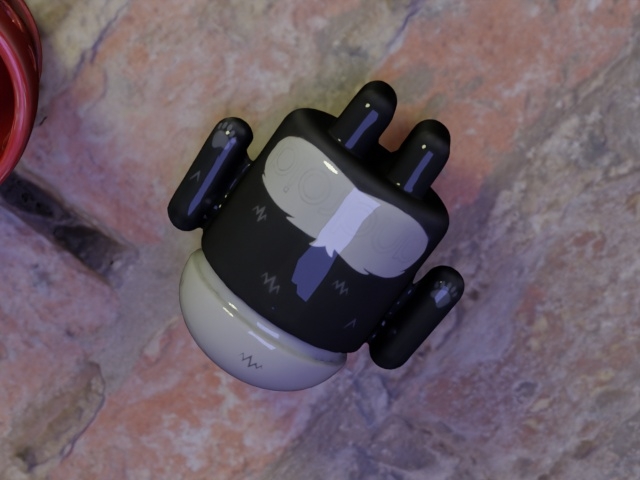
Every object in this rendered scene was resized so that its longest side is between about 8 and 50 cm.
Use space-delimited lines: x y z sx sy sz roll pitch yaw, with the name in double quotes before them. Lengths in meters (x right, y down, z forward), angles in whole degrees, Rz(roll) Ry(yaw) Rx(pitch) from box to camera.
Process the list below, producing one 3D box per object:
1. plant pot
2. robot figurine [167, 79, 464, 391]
"plant pot" -0.316 -0.133 1.099 0.191 0.174 0.191 -2 113 -6
"robot figurine" -0.001 -0.002 1.192 0.173 0.209 0.278 17 114 -52
